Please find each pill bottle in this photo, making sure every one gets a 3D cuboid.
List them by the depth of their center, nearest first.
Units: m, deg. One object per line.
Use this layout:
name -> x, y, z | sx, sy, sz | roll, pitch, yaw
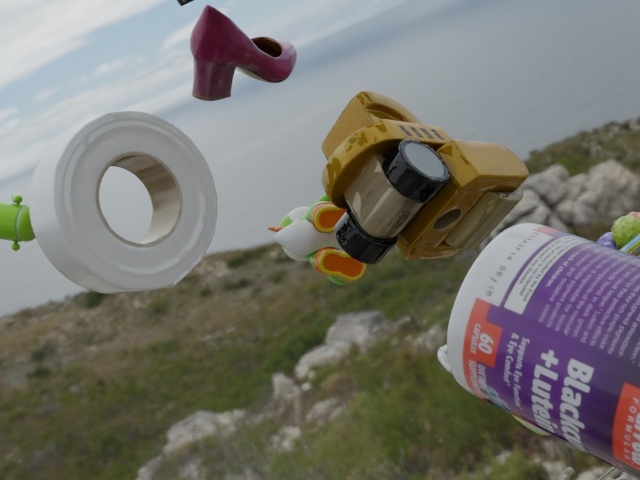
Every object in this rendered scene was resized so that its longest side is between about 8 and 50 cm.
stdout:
pill bottle -> 0.171, 0.067, 0.486 | 0.108, 0.108, 0.193 | -31, 38, -34

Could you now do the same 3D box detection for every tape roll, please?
tape roll -> -0.305, -0.056, 1.481 | 0.286, 0.286, 0.100 | -32, 13, -38

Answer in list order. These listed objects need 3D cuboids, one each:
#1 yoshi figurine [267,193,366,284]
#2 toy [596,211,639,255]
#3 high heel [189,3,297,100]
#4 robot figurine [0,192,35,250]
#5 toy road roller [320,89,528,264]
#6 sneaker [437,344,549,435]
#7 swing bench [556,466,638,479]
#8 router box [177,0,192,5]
yoshi figurine -> 0.026, -0.008, 1.979 | 0.203, 0.203, 0.362 | -45, 13, -8
toy -> 0.430, -0.015, 1.260 | 0.237, 0.056, 0.137 | -40, -17, 19
high heel -> -0.136, -0.408, 1.892 | 0.127, 0.181, 0.377 | 19, 29, 15
robot figurine -> -0.552, -0.033, 1.678 | 0.115, 0.101, 0.067 | 6, 8, 7
toy road roller -> 0.149, -0.115, 1.535 | 0.329, 0.240, 0.202 | 1, -41, -41
sneaker -> 0.318, 0.216, 1.576 | 0.126, 0.240, 0.091 | -59, -26, 5
swing bench -> 0.414, 0.414, 1.365 | 0.255, 0.165, 0.253 | -24, -8, 22
router box -> -0.208, -0.467, 1.473 | 0.133, 0.179, 0.046 | -22, 53, 12
